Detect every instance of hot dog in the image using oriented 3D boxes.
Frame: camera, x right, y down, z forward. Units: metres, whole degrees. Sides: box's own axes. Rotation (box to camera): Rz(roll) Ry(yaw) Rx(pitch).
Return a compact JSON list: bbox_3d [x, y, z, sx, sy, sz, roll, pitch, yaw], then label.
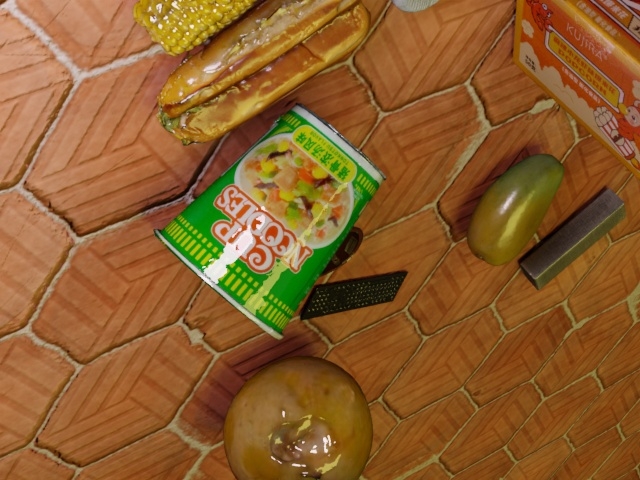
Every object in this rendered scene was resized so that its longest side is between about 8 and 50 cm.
[{"bbox_3d":[-0.064,-0.202,1.524,0.269,0.072,0.115,-33,150,-12],"label":"hot dog"}]

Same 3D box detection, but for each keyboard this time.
[{"bbox_3d":[0.053,0.083,2.111,0.202,0.011,0.067,-8,136,-45],"label":"keyboard"}]

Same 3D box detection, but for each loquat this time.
[{"bbox_3d":[-0.034,0.284,2.082,0.244,0.244,0.244,-29,149,-20],"label":"loquat"}]

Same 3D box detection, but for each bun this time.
[{"bbox_3d":[0.116,-0.304,1.627,0.083,0.045,0.083,-26,148,-18],"label":"bun"}]

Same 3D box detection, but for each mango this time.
[{"bbox_3d":[0.299,-0.051,2.139,0.195,0.092,0.130,-49,149,5],"label":"mango"}]

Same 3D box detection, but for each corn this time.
[{"bbox_3d":[-0.057,-0.305,1.366,0.310,0.101,0.101,-46,151,8],"label":"corn"}]

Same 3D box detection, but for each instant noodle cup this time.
[{"bbox_3d":[-0.051,-0.034,1.672,0.233,0.207,0.207,-51,151,-1],"label":"instant noodle cup"}]

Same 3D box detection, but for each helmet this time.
[{"bbox_3d":[0.000,0.000,1.888,0.111,0.057,0.089,-16,146,-45],"label":"helmet"}]

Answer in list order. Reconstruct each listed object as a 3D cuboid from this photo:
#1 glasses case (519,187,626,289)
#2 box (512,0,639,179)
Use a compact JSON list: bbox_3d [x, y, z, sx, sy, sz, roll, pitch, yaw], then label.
[{"bbox_3d":[0.436,-0.003,2.410,0.205,0.047,0.071,-41,155,-1],"label":"glasses case"},{"bbox_3d":[0.436,-0.275,1.798,0.259,0.283,0.214,-31,148,-17],"label":"box"}]
